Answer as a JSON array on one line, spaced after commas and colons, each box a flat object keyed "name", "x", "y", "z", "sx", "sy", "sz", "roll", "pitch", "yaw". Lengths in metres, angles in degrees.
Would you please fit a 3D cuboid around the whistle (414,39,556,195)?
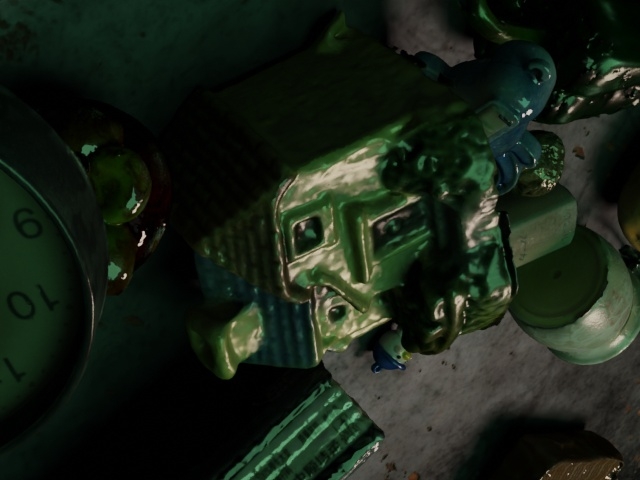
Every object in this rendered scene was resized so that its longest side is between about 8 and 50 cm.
[{"name": "whistle", "x": 0.141, "y": -0.117, "z": 1.410, "sx": 0.180, "sy": 0.269, "sz": 0.093, "roll": 39, "pitch": 61, "yaw": -14}]

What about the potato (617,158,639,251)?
[{"name": "potato", "x": 0.467, "y": -0.077, "z": 1.773, "sx": 0.150, "sy": 0.146, "sz": 0.234, "roll": 44, "pitch": 108, "yaw": -9}]

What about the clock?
[{"name": "clock", "x": -0.350, "y": 0.029, "z": 1.068, "sx": 0.386, "sy": 0.076, "sz": 0.386, "roll": -2, "pitch": 125, "yaw": -3}]

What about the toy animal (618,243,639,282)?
[{"name": "toy animal", "x": 0.426, "y": 0.054, "z": 1.890, "sx": 0.070, "sy": 0.079, "sz": 0.253, "roll": -60, "pitch": 145, "yaw": -17}]

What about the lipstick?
[{"name": "lipstick", "x": 0.170, "y": 0.005, "z": 1.629, "sx": 0.252, "sy": 0.077, "sz": 0.079, "roll": -23, "pitch": 135, "yaw": -25}]

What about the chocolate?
[{"name": "chocolate", "x": 0.317, "y": 0.337, "z": 2.020, "sx": 0.214, "sy": 0.093, "sz": 0.148, "roll": 9, "pitch": 115, "yaw": -45}]

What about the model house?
[{"name": "model house", "x": 0.000, "y": 0.000, "z": 1.345, "sx": 0.266, "sy": 0.261, "sz": 0.321, "roll": -24, "pitch": 129, "yaw": -21}]

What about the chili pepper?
[{"name": "chili pepper", "x": 0.230, "y": -0.205, "z": 1.448, "sx": 0.261, "sy": 0.174, "sz": 0.165, "roll": -4, "pitch": 149, "yaw": -32}]

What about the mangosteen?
[{"name": "mangosteen", "x": -0.204, "y": -0.030, "z": 1.198, "sx": 0.172, "sy": 0.184, "sz": 0.172, "roll": -4, "pitch": 124, "yaw": -6}]

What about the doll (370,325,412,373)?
[{"name": "doll", "x": 0.109, "y": 0.102, "z": 1.679, "sx": 0.143, "sy": 0.058, "sz": 0.099, "roll": -46, "pitch": 141, "yaw": 8}]

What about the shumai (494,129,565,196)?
[{"name": "shumai", "x": 0.221, "y": -0.085, "z": 1.595, "sx": 0.083, "sy": 0.082, "sz": 0.080, "roll": -36, "pitch": 169, "yaw": 33}]

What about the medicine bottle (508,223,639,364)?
[{"name": "medicine bottle", "x": 0.306, "y": 0.065, "z": 1.743, "sx": 0.147, "sy": 0.147, "sz": 0.143, "roll": -49, "pitch": 144, "yaw": 3}]

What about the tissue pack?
[{"name": "tissue pack", "x": -0.107, "y": 0.273, "z": 1.487, "sx": 0.361, "sy": 0.259, "sz": 0.122, "roll": -43, "pitch": 97, "yaw": -4}]
